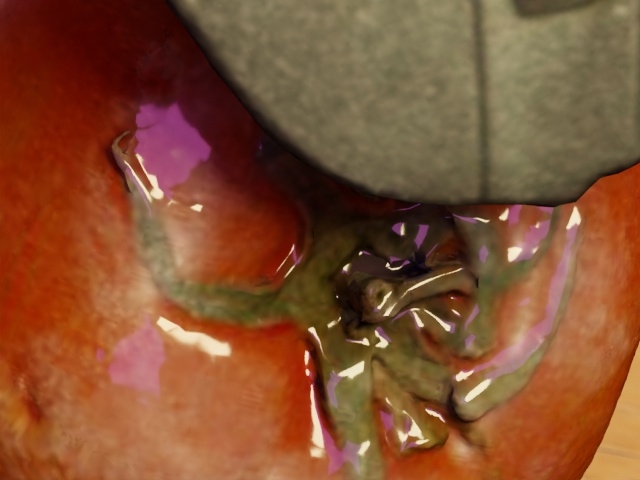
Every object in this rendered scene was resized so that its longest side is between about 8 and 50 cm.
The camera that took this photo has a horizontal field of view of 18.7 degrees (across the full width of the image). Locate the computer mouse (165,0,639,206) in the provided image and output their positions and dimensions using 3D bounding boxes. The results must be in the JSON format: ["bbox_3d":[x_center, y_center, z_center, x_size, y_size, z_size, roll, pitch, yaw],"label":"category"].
[{"bbox_3d":[0.023,-0.193,0.433,0.203,0.114,0.374,-14,89,-9],"label":"computer mouse"}]

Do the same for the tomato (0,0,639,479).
[{"bbox_3d":[0.000,0.000,0.547,0.236,0.095,0.237,-1,93,-17],"label":"tomato"}]
